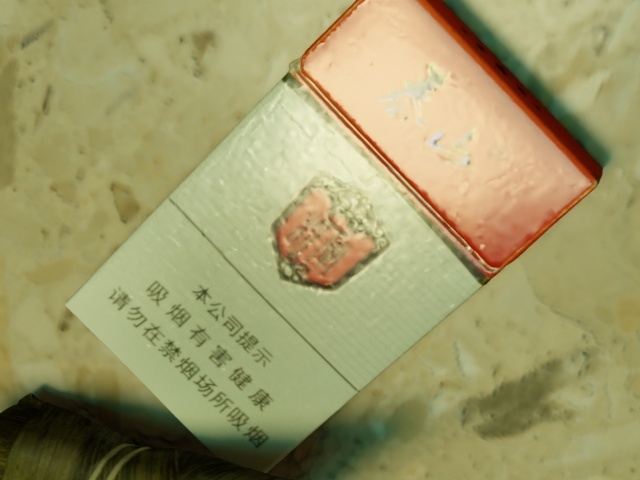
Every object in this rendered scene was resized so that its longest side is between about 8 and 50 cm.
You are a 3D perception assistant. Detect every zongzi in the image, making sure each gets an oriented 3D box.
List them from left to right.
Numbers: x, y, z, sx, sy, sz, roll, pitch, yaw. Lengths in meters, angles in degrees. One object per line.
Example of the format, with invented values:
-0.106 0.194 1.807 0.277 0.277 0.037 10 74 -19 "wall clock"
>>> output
-0.079 0.218 0.695 0.241 0.111 0.248 6 110 31 "zongzi"

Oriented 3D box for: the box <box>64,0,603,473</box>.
0.000 0.000 0.657 0.139 0.035 0.245 47 115 -2 "box"
